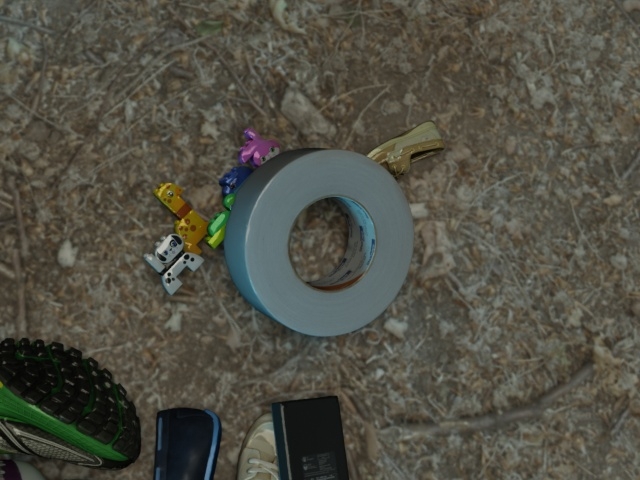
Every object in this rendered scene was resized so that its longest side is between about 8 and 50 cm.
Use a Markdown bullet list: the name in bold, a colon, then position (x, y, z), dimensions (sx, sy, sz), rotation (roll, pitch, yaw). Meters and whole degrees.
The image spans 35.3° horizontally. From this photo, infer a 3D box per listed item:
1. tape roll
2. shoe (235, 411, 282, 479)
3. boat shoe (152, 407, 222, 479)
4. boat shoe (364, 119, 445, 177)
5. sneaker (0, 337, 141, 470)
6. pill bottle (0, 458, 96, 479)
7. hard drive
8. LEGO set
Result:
- **tape roll**: position (0.000, 0.000, 1.189), dimensions (0.219, 0.072, 0.219), rotation (-3, 98, -25)
- **shoe**: position (-0.065, 0.308, 1.165), dimensions (0.076, 0.058, 0.219), rotation (10, 77, -6)
- **boat shoe**: position (-0.176, 0.318, 1.139), dimensions (0.089, 0.109, 0.258), rotation (10, 61, 1)
- **boat shoe**: position (0.099, -0.105, 1.278), dimensions (0.135, 0.050, 0.045), rotation (-31, 79, -13)
- **sneaker**: position (-0.366, 0.185, 1.130), dimensions (0.343, 0.134, 0.146), rotation (21, 112, -11)
- **pill bottle**: position (-0.376, 0.309, 1.031), dimensions (0.301, 0.169, 0.169), rotation (8, 76, -31)
- **hard drive**: position (-0.009, 0.253, 1.181), dimensions (0.094, 0.022, 0.135), rotation (2, 76, -42)
- **LEGO set**: position (-0.142, -0.050, 1.210), dimensions (0.093, 0.087, 0.227), rotation (45, 75, -13)
